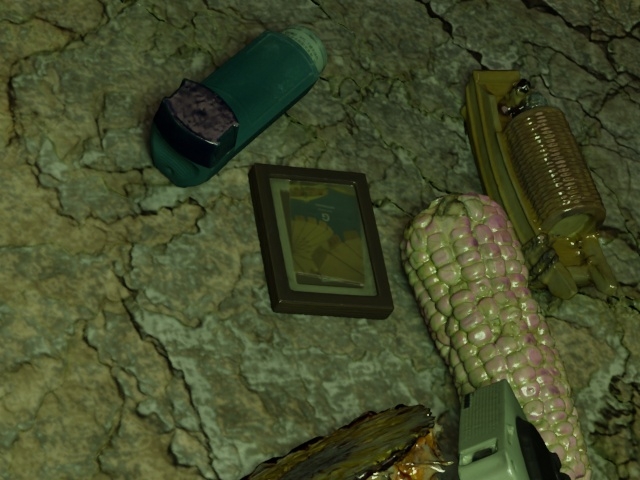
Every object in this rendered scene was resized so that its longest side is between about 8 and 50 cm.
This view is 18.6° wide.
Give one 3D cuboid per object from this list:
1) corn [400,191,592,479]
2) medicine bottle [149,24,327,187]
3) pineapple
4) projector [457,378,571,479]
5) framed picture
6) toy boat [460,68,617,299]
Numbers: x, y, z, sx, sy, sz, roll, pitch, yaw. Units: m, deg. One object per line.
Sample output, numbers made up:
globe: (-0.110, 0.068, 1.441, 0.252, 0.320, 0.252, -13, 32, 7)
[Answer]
corn: (0.180, 0.106, 1.948, 0.127, 0.126, 0.335, -7, 63, -31)
medicine bottle: (-0.080, -0.145, 1.991, 0.079, 0.124, 0.258, 40, 46, 8)
pineapple: (0.045, 0.313, 1.697, 0.262, 0.262, 0.271, -29, 97, -39)
projector: (0.199, 0.270, 1.721, 0.257, 0.079, 0.259, -64, 132, -77)
framed picture: (0.000, 0.000, 1.991, 0.128, 0.023, 0.168, 5, 55, -24)
toy boat: (0.237, -0.065, 2.098, 0.089, 0.115, 0.310, 2, 56, -26)
